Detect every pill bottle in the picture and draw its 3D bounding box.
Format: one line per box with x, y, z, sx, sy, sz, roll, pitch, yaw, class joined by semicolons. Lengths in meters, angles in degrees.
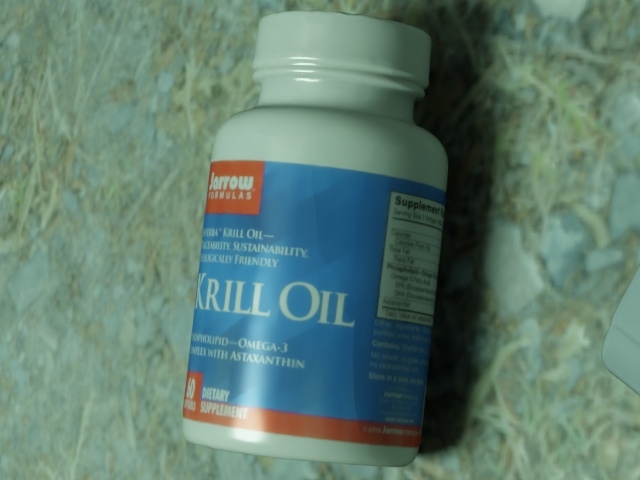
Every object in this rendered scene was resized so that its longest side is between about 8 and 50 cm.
0.000;0.000;0.929;0.124;0.124;0.222;1;84;46;pill bottle

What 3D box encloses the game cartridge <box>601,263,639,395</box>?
0.251;-0.021;0.726;0.198;0.062;0.297;43;113;46;game cartridge
